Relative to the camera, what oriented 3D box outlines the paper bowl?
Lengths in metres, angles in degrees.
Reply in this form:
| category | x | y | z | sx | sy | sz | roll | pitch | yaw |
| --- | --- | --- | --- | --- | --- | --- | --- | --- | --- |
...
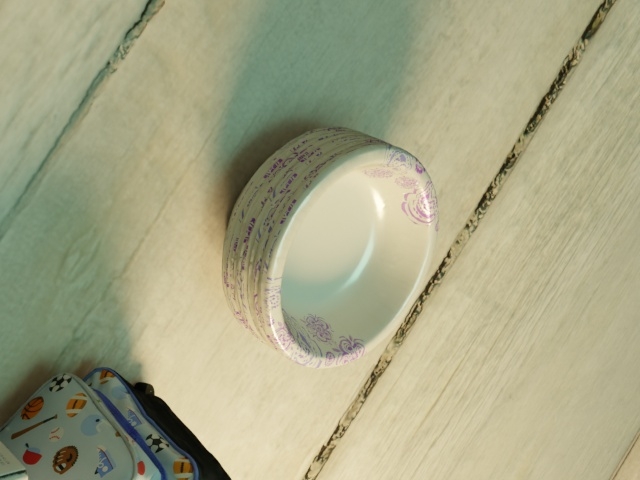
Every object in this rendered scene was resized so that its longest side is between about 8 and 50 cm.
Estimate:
| category | x | y | z | sx | sy | sz | roll | pitch | yaw |
| --- | --- | --- | --- | --- | --- | --- | --- | --- | --- |
| paper bowl | 0.000 | 0.000 | 1.258 | 0.284 | 0.148 | 0.284 | -23 | 126 | -35 |

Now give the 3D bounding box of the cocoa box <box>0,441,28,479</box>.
| category | x | y | z | sx | sy | sz | roll | pitch | yaw |
| --- | --- | --- | --- | --- | --- | --- | --- | --- | --- |
| cocoa box | -0.432 | 0.326 | 0.935 | 0.228 | 0.231 | 0.347 | -8 | 117 | -42 |

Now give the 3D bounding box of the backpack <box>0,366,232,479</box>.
| category | x | y | z | sx | sy | sz | roll | pitch | yaw |
| --- | --- | --- | --- | --- | --- | --- | --- | --- | --- |
| backpack | -0.249 | 0.292 | 1.095 | 0.263 | 0.276 | 0.213 | -51 | 134 | -2 |
